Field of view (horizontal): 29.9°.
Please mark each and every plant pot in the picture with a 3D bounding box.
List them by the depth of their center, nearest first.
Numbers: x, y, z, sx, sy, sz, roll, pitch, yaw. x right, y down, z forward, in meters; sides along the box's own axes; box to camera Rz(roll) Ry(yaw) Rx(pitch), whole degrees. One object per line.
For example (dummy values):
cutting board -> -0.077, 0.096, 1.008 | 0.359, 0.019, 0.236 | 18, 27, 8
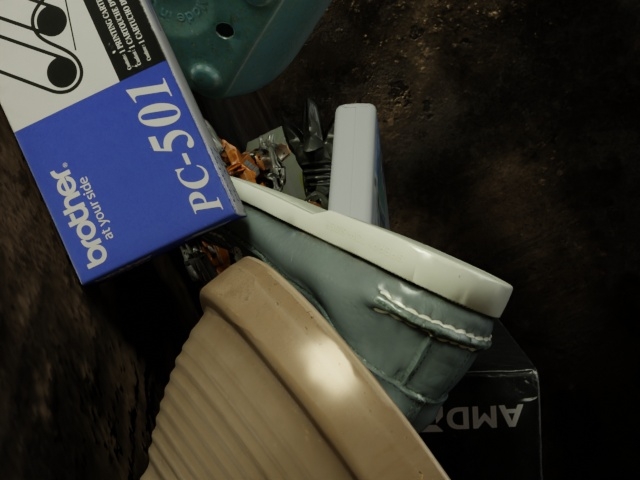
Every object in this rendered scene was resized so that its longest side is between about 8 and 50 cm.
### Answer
plant pot -> -0.011, 0.134, 0.580 | 0.237, 0.109, 0.237 | 51, -12, 16
plant pot -> -0.079, -0.264, 0.982 | 0.247, 0.248, 0.252 | 29, 48, -10

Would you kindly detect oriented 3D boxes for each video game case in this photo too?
video game case -> 0.036, 0.113, 0.926 | 0.300, 0.036, 0.329 | 80, 10, -47

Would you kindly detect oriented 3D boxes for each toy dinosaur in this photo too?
toy dinosaur -> -0.061, 0.009, 0.985 | 0.218, 0.164, 0.322 | -86, 173, -52

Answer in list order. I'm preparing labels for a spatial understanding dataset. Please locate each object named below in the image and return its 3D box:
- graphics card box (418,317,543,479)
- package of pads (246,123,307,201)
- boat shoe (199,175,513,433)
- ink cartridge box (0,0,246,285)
graphics card box -> 0.102, 0.249, 0.836 | 0.233, 0.094, 0.371 | -68, 156, -84
package of pads -> 0.000, 0.000, 1.826 | 0.229, 0.101, 0.296 | 57, 10, -57
boat shoe -> -0.011, 0.028, 0.724 | 0.116, 0.099, 0.319 | 21, 0, -31
ink cartridge box -> -0.128, -0.088, 0.677 | 0.046, 0.097, 0.207 | 1, 64, -86
